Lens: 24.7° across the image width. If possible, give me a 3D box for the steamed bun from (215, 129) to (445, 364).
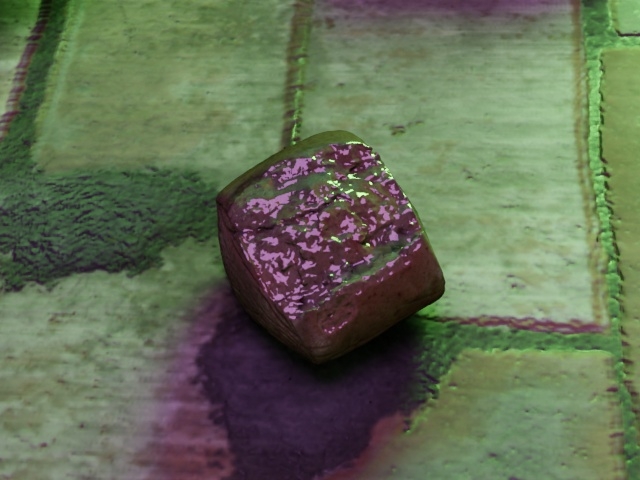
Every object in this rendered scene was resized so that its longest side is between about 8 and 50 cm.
[{"bbox_3d":[0.000,0.000,1.074,0.145,0.106,0.175,-24,52,-16],"label":"steamed bun"}]
